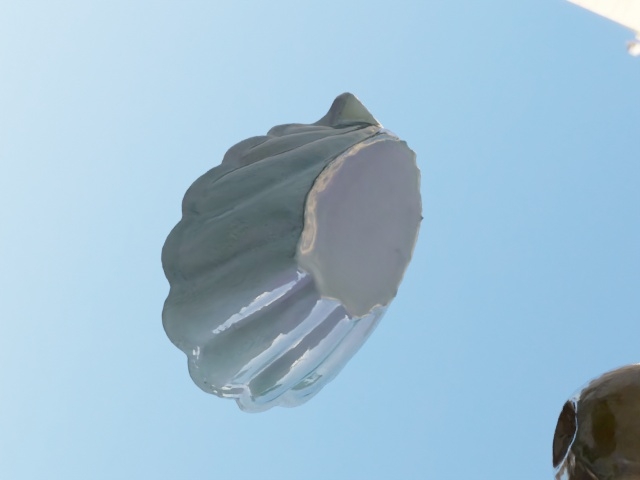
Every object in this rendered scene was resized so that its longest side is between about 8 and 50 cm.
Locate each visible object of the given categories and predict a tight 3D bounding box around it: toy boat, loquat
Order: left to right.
[{"bbox_3d":[0.000,0.000,0.907,0.100,0.199,0.290,-13,-145,45],"label":"toy boat"},{"bbox_3d":[0.310,0.197,0.981,0.179,0.227,0.179,19,90,-86],"label":"loquat"}]
